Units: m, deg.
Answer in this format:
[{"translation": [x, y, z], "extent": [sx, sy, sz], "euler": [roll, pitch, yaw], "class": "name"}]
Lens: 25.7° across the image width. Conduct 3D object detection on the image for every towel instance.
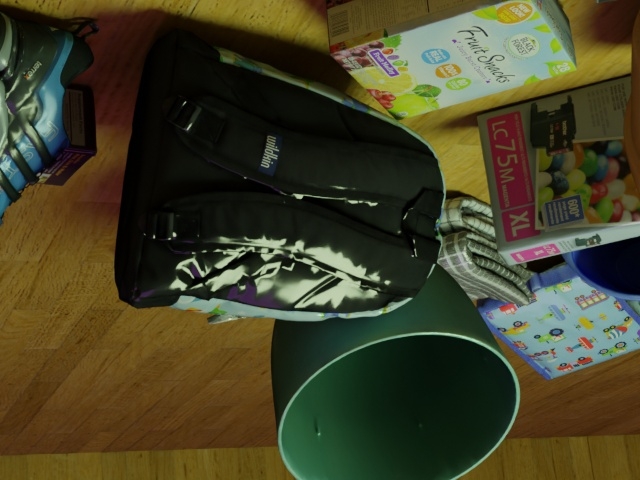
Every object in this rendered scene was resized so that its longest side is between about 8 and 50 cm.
[{"translation": [0.171, 0.038, 2.097], "extent": [0.235, 0.121, 0.284], "euler": [-16, 160, 28], "class": "towel"}]

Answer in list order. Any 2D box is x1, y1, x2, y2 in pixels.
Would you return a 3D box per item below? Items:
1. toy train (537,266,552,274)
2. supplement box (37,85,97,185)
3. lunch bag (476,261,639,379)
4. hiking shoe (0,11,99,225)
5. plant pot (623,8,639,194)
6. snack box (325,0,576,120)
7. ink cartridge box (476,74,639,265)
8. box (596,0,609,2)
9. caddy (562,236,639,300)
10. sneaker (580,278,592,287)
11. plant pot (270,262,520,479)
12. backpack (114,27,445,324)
[{"translation": [0.375, 0.064, 2.407], "extent": [0.024, 0.017, 0.083], "euler": [-3, 164, -42], "class": "toy train"}, {"translation": [-0.347, -0.121, 1.510], "extent": [0.188, 0.080, 0.104], "euler": [6, 158, -31], "class": "supplement box"}, {"translation": [0.413, 0.115, 2.377], "extent": [0.221, 0.138, 0.293], "euler": [-23, 152, 24], "class": "lunch bag"}, {"translation": [-0.312, -0.078, 1.402], "extent": [0.132, 0.113, 0.304], "euler": [3, 122, -34], "class": "hiking shoe"}, {"translation": [0.430, -0.157, 1.397], "extent": [0.291, 0.290, 0.203], "euler": [-13, 144, 21], "class": "plant pot"}, {"translation": [0.135, -0.207, 1.422], "extent": [0.207, 0.070, 0.174], "euler": [-16, 156, 22], "class": "snack box"}, {"translation": [0.349, -0.095, 1.650], "extent": [0.311, 0.185, 0.065], "euler": [-13, 159, 17], "class": "ink cartridge box"}, {"translation": [0.388, -0.311, 1.188], "extent": [0.307, 0.076, 0.242], "euler": [-7, 161, 4], "class": "box"}, {"translation": [0.456, -0.054, 1.734], "extent": [0.341, 0.241, 0.179], "euler": [-16, 166, 27], "class": "caddy"}, {"translation": [0.539, 0.034, 2.167], "extent": [0.281, 0.105, 0.115], "euler": [-16, 126, 26], "class": "sneaker"}, {"translation": [0.071, 0.139, 1.733], "extent": [0.293, 0.235, 0.293], "euler": [-7, 131, -8], "class": "plant pot"}, {"translation": [-0.035, -0.046, 1.512], "extent": [0.356, 0.290, 0.273], "euler": [8, 178, -16], "class": "backpack"}]
